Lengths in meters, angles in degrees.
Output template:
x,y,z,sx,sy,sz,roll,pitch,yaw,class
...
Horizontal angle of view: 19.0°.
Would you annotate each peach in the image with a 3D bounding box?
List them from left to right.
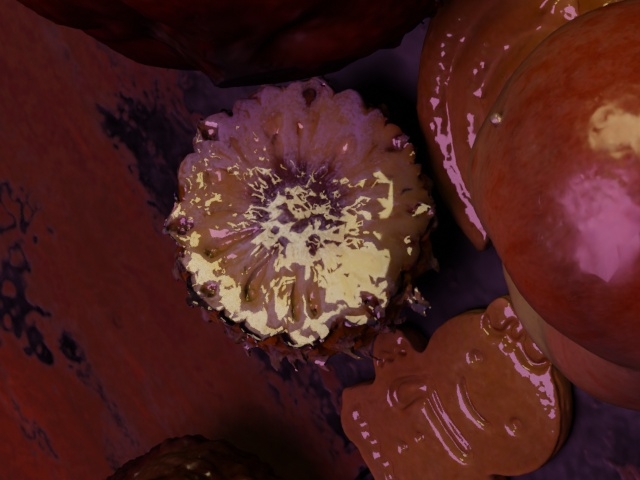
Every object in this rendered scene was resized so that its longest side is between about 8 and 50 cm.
x,y,z,sx,sy,sz,roll,pitch,yaw,class
0.190,-0.026,0.926,0.232,0.232,0.232,16,116,36,peach

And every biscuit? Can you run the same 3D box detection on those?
x,y,z,sx,sy,sz,roll,pitch,yaw,class
0.084,0.111,1.179,0.184,0.027,0.133,-18,92,44,biscuit
0.122,-0.097,1.062,0.224,0.033,0.144,-38,80,42,biscuit

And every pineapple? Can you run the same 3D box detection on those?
x,y,z,sx,sy,sz,roll,pitch,yaw,class
-0.004,0.000,1.163,0.161,0.137,0.176,-31,75,1,pineapple

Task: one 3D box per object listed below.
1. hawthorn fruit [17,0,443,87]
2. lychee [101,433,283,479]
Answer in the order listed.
x,y,z,sx,sy,sz,roll,pitch,yaw,class
-0.061,-0.227,1.013,0.295,0.295,0.311,-30,83,44,hawthorn fruit
-0.081,0.226,1.276,0.188,0.188,0.188,16,116,36,lychee
